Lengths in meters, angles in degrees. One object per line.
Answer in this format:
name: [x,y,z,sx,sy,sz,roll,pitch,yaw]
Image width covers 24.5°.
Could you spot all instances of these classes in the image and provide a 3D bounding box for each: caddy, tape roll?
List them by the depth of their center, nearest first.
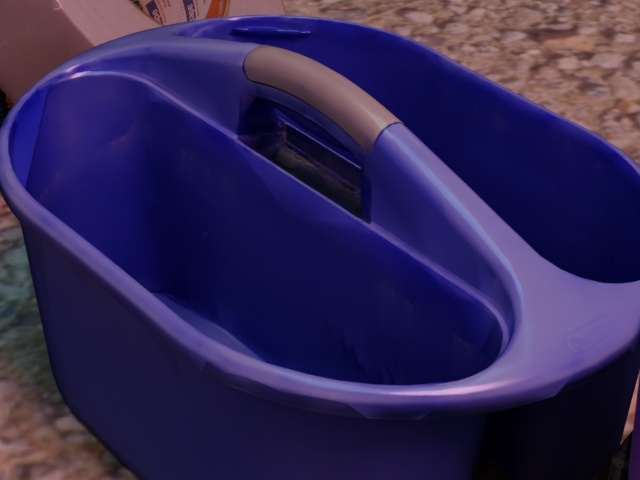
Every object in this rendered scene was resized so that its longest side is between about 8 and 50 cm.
caddy: [0.000,0.000,0.686,0.241,0.179,0.341,-25,42,-33]
tape roll: [-0.119,-0.154,0.880,0.072,0.219,0.219,-31,18,34]

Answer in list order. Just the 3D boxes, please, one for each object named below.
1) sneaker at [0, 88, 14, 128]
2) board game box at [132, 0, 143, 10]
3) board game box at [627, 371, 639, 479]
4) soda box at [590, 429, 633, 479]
sneaker: [-0.254,-0.091,0.864,0.127,0.126,0.321,19,37,34]
board game box: [-0.216,-0.205,1.100,0.092,0.043,0.181,-24,41,-30]
board game box: [0.195,0.137,0.413,0.233,0.078,0.347,40,26,-4]
soda box: [0.129,0.129,0.601,0.053,0.060,0.169,23,41,29]
